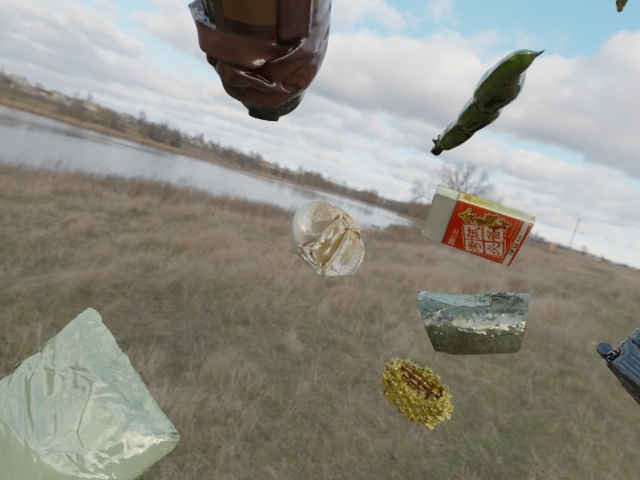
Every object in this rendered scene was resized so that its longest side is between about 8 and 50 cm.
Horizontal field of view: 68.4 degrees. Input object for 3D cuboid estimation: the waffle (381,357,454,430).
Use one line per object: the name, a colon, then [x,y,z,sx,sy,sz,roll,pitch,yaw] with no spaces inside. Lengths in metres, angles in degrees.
waffle: [0.236,0.381,1.184,0.193,0.197,0.070,13,38,42]

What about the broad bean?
broad bean: [0.217,-0.177,0.631,0.060,0.043,0.297,-10,-9,-5]

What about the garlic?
garlic: [0.000,0.000,1.254,0.142,0.178,0.229,5,-38,53]

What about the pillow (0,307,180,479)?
pillow: [-0.400,0.292,0.723,0.274,0.280,0.076,49,-7,14]

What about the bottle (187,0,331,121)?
bottle: [-0.057,-0.226,0.455,0.143,0.156,0.271,9,-19,-1]

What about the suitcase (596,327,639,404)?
suitcase: [0.654,0.287,0.756,0.229,0.152,0.335,41,11,-29]

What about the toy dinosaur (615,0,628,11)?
toy dinosaur: [0.591,-0.526,0.866,0.039,0.162,0.126,-5,-9,-23]

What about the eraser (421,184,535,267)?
eraser: [0.370,-0.034,1.129,0.230,0.157,0.038,21,51,14]

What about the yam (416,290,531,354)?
yam: [0.351,0.191,1.095,0.254,0.154,0.154,1,2,14]
